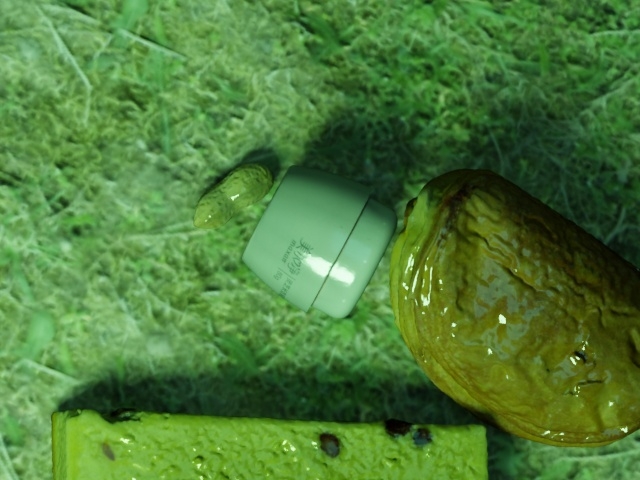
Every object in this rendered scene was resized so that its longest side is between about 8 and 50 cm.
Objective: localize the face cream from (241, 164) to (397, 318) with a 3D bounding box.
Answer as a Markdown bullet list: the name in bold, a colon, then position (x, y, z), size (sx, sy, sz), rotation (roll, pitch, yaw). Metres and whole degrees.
- **face cream**: position (0.000, 0.000, 1.656), size (0.104, 0.117, 0.117), rotation (29, 75, 0)

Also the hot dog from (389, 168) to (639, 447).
- **hot dog**: position (0.171, 0.054, 1.688), size (0.272, 0.122, 0.196), rotation (31, 71, -14)

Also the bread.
- **bread**: position (-0.039, 0.211, 1.630), size (0.361, 0.077, 0.138), rotation (3, 79, -14)

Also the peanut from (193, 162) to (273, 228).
- **peanut**: position (-0.075, -0.037, 1.686), size (0.083, 0.037, 0.037), rotation (-42, 92, -18)
